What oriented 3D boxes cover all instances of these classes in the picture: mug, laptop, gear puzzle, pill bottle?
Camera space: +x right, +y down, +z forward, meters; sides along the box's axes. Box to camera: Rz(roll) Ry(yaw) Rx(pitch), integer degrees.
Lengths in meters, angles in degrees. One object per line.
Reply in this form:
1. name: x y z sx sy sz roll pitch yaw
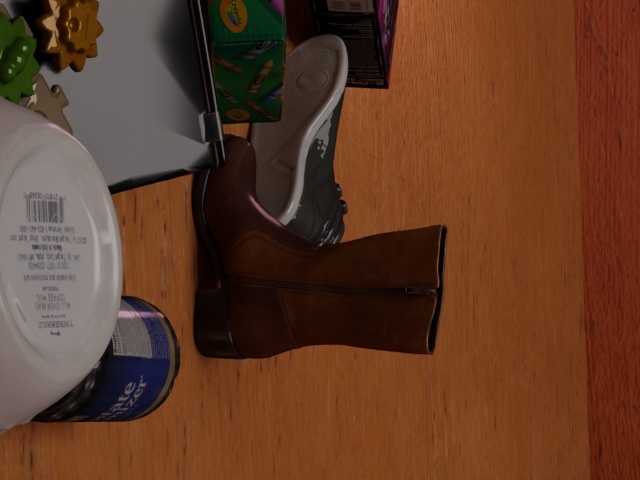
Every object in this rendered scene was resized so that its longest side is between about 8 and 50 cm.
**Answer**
1. mug: -0.334 0.010 1.255 0.374 0.328 0.276 32 56 -62
2. laptop: -0.241 -0.248 1.938 0.408 0.236 0.382 -129 -149 -79
3. gear puzzle: -0.273 -0.106 1.707 0.339 0.044 0.175 -59 137 -38
4. pill bottle: -0.228 0.106 1.758 0.219 0.123 0.122 11 76 -66

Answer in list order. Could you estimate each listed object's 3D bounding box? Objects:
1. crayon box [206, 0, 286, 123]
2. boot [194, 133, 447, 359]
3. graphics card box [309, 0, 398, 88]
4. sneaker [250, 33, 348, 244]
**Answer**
1. crayon box: -0.083 -0.245 2.084 0.278 0.081 0.165 99 -12 -76
2. boot: 0.000 0.000 2.119 0.096 0.280 0.264 42 48 -59
3. graphics card box: 0.045 -0.367 2.409 0.371 0.094 0.232 73 23 -69
4. sneaker: -0.016 -0.103 2.347 0.147 0.105 0.295 58 41 -51
